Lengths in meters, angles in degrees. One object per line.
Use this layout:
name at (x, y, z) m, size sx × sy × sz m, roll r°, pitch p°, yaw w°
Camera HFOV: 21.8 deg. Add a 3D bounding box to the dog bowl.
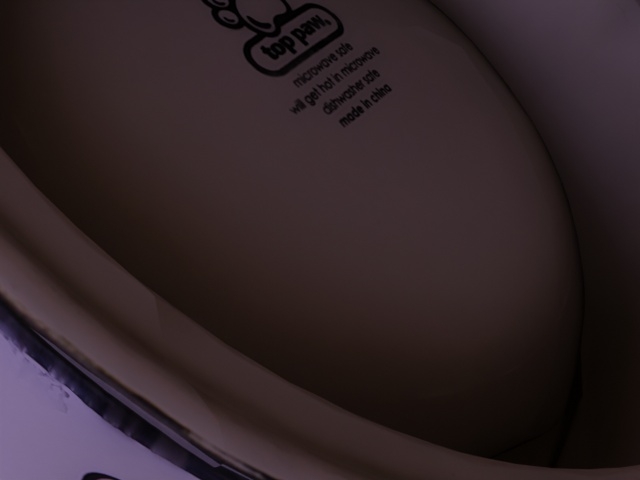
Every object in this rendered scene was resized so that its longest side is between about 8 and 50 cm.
dog bowl at (-0.012, -0.035, 0.572) m, size 0.408 × 0.408 × 0.150 m, roll 31°, pitch 131°, yaw -10°
